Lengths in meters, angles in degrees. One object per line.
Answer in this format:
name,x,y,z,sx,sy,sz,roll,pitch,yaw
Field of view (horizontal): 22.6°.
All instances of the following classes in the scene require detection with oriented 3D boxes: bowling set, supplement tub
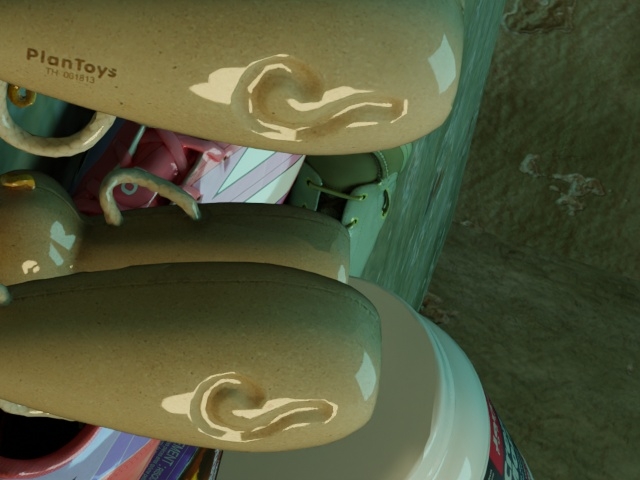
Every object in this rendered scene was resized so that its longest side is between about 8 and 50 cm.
bowling set,-0.062,-0.015,0.487,0.200,0.154,0.287,-93,-169,-52
supplement tub,0.032,0.154,1.064,0.191,0.191,0.272,-69,155,-20

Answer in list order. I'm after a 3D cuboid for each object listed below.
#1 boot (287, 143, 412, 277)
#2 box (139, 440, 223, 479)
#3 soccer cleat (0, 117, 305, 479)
boot,0.000,0.000,1.129,0.213,0.077,0.165,86,26,-73
box,-0.123,0.229,0.811,0.201,0.057,0.293,-55,161,-65
soccer cleat,-0.064,-0.013,0.599,0.095,0.083,0.248,60,51,-74
